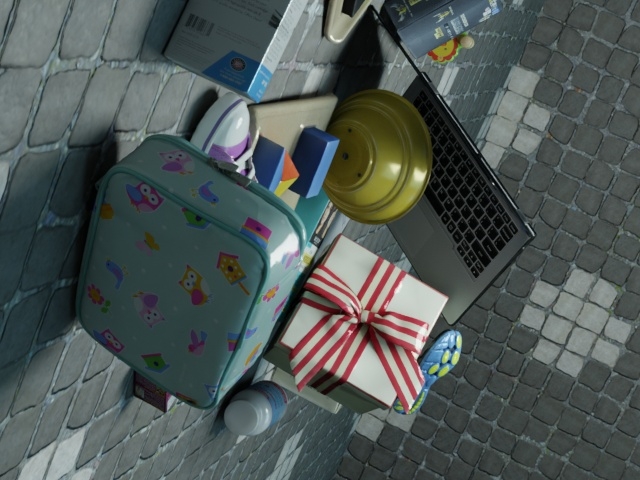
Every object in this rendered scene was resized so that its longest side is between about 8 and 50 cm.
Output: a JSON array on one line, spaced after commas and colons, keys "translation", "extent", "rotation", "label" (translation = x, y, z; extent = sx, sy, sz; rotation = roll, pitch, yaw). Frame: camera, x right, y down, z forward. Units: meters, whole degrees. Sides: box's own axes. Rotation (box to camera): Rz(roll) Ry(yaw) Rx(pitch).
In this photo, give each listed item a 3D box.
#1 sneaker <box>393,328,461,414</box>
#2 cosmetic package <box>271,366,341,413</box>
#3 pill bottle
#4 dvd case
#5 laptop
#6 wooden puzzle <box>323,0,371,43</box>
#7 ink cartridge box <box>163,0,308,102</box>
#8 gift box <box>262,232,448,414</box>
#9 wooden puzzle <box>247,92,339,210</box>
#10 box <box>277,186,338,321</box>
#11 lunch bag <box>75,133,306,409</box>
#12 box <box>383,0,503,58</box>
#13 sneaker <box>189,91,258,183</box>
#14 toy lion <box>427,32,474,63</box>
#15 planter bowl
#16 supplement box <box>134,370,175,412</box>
[{"translation": [0.182, 0.227, 2.159], "extent": [0.188, 0.067, 0.078], "rotation": [-55, -147, 22], "label": "sneaker"}, {"translation": [0.038, 0.222, 2.556], "extent": [0.309, 0.160, 0.113], "rotation": [-41, 155, -59], "label": "cosmetic package"}, {"translation": [-0.123, 0.315, 2.246], "extent": [0.087, 0.087, 0.160], "rotation": [-66, 168, 9], "label": "pill bottle"}, {"translation": [0.000, 0.000, 2.273], "extent": [0.253, 0.022, 0.180], "rotation": [-59, 166, -24], "label": "dvd case"}, {"translation": [0.159, -0.112, 2.022], "extent": [0.236, 0.382, 0.408], "rotation": [-5, 144, -39], "label": "laptop"}, {"translation": [0.078, -0.422, 1.704], "extent": [0.221, 0.044, 0.238], "rotation": [-57, 165, -28], "label": "wooden puzzle"}, {"translation": [-0.077, -0.250, 1.274], "extent": [0.180, 0.104, 0.060], "rotation": [-64, 167, 0], "label": "ink cartridge box"}, {"translation": [0.058, 0.174, 2.112], "extent": [0.276, 0.255, 0.258], "rotation": [-66, -176, -17], "label": "gift box"}, {"translation": [-0.072, -0.048, 1.749], "extent": [0.322, 0.080, 0.348], "rotation": [-69, 167, 18], "label": "wooden puzzle"}, {"translation": [-0.045, 0.014, 2.029], "extent": [0.244, 0.060, 0.100], "rotation": [-63, 168, -2], "label": "box"}, {"translation": [-0.148, 0.028, 1.285], "extent": [0.108, 0.224, 0.279], "rotation": [-44, 162, -48], "label": "lunch bag"}, {"translation": [0.215, -0.400, 2.067], "extent": [0.183, 0.059, 0.233], "rotation": [-28, 171, 9], "label": "box"}, {"translation": [-0.093, -0.042, 1.500], "extent": [0.102, 0.161, 0.282], "rotation": [-46, 157, -50], "label": "sneaker"}, {"translation": [0.247, -0.402, 2.366], "extent": [0.034, 0.096, 0.100], "rotation": [-18, 93, -73], "label": "toy lion"}, {"translation": [0.060, -0.132, 1.887], "extent": [0.090, 0.217, 0.217], "rotation": [-4, 120, -55], "label": "planter bowl"}, {"translation": [-0.224, 0.190, 1.661], "extent": [0.043, 0.055, 0.083], "rotation": [-54, 165, -39], "label": "supplement box"}]
